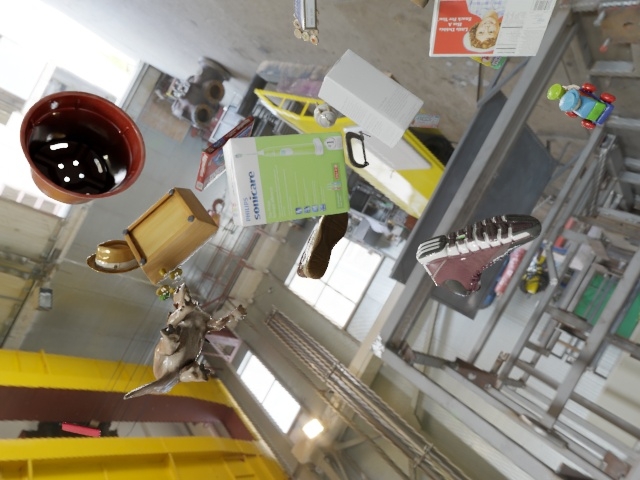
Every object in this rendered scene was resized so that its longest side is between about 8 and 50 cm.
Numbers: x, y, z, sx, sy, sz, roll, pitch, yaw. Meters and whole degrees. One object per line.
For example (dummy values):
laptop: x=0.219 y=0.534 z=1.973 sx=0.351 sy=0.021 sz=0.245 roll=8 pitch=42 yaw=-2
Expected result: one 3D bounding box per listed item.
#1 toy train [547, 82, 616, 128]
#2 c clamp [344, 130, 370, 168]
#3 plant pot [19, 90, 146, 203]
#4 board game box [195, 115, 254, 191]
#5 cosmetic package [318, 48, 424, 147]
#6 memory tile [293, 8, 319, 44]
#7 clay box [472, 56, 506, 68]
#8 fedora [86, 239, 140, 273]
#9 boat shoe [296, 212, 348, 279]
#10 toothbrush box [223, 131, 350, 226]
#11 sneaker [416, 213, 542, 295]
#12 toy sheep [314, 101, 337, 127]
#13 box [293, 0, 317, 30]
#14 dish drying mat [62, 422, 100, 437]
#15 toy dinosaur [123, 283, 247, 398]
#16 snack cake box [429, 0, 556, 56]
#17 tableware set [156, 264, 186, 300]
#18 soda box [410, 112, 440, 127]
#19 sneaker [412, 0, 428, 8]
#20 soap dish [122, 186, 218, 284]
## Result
toy train: x=0.774 y=-0.452 z=1.273 sx=0.144 sy=0.105 sz=0.247 roll=9 pitch=-143 yaw=-16
c clamp: x=0.141 y=-0.323 z=1.434 sx=0.137 sy=0.160 sz=0.022 roll=11 pitch=158 yaw=-39
plant pot: x=-0.655 y=-0.220 z=1.100 sx=0.273 sy=0.272 sz=0.265 roll=27 pitch=157 yaw=-33
board game box: x=-0.300 y=-0.280 z=1.291 sx=0.027 sy=0.145 sz=0.281 roll=30 pitch=-137 yaw=0
cosmetic package: x=0.125 y=-0.348 z=1.003 sx=0.231 sy=0.117 sz=0.085 roll=35 pitch=157 yaw=0
memory tile: x=-0.054 y=-0.812 z=1.516 sx=0.113 sy=0.012 sz=0.148 roll=32 pitch=156 yaw=16
clay box: x=0.467 y=-0.616 z=1.213 sx=0.222 sy=0.127 sz=0.053 roll=33 pitch=-149 yaw=11
fedora: x=-0.728 y=0.048 z=1.451 sx=0.195 sy=0.079 sz=0.194 roll=8 pitch=-157 yaw=-3
boat shoe: x=0.000 y=0.000 z=1.597 sx=0.123 sy=0.341 sz=0.123 roll=34 pitch=155 yaw=-29
toothbrush box: x=-0.085 y=-0.156 z=1.030 sx=0.284 sy=0.206 sz=0.122 roll=-10 pitch=-173 yaw=-21
sneaker: x=0.389 y=0.045 z=0.971 sx=0.162 sy=0.282 sz=0.106 roll=60 pitch=-147 yaw=-20
toy sheep: x=0.018 y=-0.443 z=1.435 sx=0.091 sy=0.091 sz=0.132 roll=28 pitch=-146 yaw=-27
box: x=-0.043 y=-0.593 z=0.955 sx=0.037 sy=0.136 sz=0.225 roll=-6 pitch=-140 yaw=-6
dish drying mat: x=-0.556 y=0.440 z=0.946 sx=0.084 sy=0.032 sz=0.008 roll=17 pitch=-147 yaw=-11
toy dinosaur: x=-0.276 y=0.209 z=0.802 sx=0.127 sy=0.200 sz=0.295 roll=39 pitch=-140 yaw=-17
snack cake box: x=0.414 y=-0.548 z=1.006 sx=0.265 sy=0.089 sz=0.152 roll=4 pitch=150 yaw=10
tableware set: x=-0.505 y=0.141 z=1.357 sx=0.024 sy=0.104 sz=0.154 roll=44 pitch=148 yaw=24
soda box: x=0.432 y=-0.528 z=1.777 sx=0.183 sy=0.058 sz=0.063 roll=-5 pitch=-156 yaw=-29
sneaker: x=0.186 y=-0.608 z=0.898 sx=0.064 sy=0.086 sz=0.192 roll=-16 pitch=-118 yaw=-49
soap dish: x=-0.519 y=-0.028 z=1.387 sx=0.229 sy=0.291 sz=0.118 roll=48 pitch=180 yaw=30
